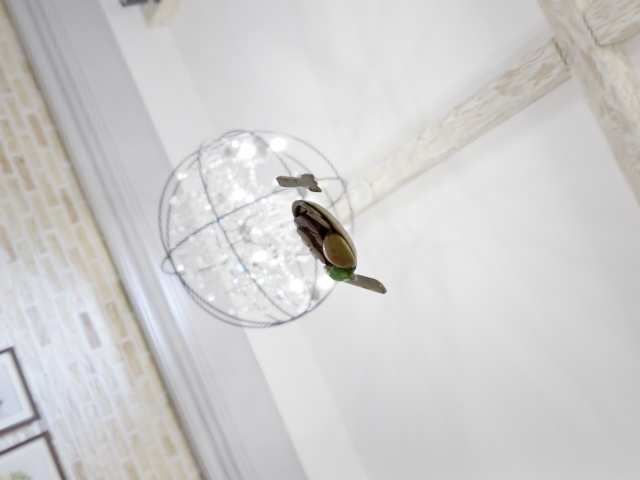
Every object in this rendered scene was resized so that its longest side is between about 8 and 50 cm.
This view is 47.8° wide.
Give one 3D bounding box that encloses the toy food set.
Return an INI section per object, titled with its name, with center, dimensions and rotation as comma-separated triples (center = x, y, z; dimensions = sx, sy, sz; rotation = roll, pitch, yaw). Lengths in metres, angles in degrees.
[toy food set]
center = 0.000, 0.000, 0.954
dimensions = 0.192, 0.038, 0.132
rotation = 57, -21, -20
